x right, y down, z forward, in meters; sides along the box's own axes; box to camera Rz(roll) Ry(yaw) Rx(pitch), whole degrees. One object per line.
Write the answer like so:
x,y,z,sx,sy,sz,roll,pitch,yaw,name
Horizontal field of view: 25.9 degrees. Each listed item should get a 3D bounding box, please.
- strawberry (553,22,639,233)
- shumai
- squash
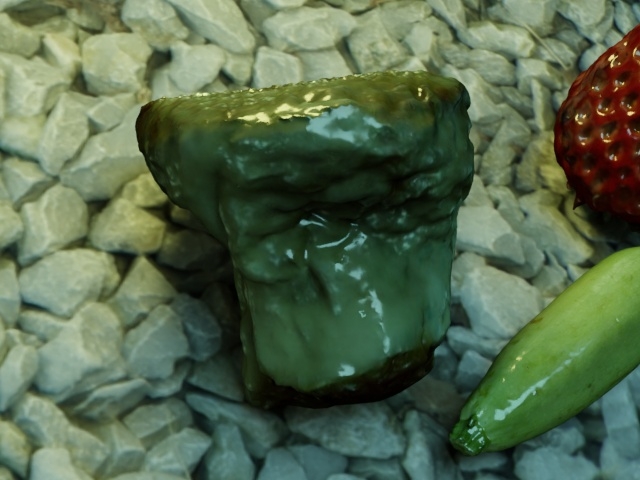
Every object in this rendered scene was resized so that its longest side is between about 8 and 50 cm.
0.359,-0.150,1.593,0.150,0.280,0.253,17,65,-9,strawberry
0.000,0.000,1.364,0.324,0.397,0.323,-9,95,-5,shumai
0.263,0.127,1.483,0.371,0.118,0.118,-37,79,-31,squash
